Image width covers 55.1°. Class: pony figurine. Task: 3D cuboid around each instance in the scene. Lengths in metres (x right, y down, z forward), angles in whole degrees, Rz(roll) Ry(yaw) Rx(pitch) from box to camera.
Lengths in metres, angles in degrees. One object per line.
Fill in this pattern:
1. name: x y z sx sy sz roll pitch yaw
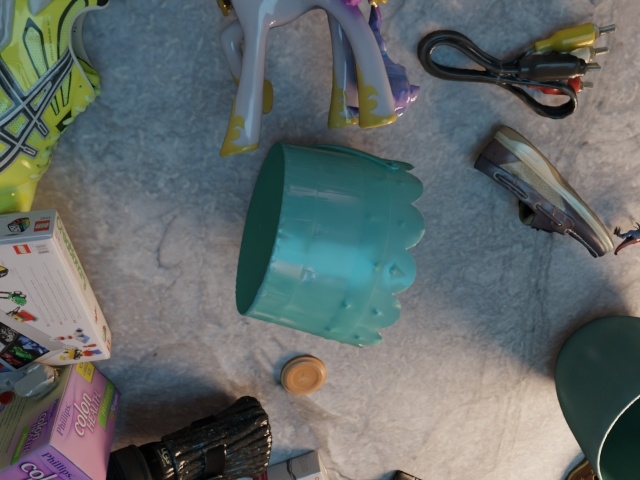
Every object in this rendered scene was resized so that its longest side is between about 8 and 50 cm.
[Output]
1. pony figurine: -0.009 -0.305 0.696 0.351 0.303 0.363 -8 105 21

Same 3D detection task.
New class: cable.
1. cable: 0.283 -0.254 0.909 0.287 0.072 0.139 2 133 1

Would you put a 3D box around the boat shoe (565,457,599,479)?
1. boat shoe: 0.586 0.516 1.320 0.064 0.060 0.178 20 110 -19

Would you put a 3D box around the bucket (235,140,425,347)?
1. bucket: 0.000 0.000 0.845 0.183 0.281 0.281 13 112 -17

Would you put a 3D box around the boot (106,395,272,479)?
1. boot: -0.239 0.415 1.075 0.260 0.131 0.348 -15 154 -36

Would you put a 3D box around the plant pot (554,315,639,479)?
1. plant pot: 0.564 0.273 1.101 0.293 0.235 0.293 -5 116 -10

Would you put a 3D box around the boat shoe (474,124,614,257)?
1. boat shoe: 0.356 -0.062 0.978 0.285 0.103 0.092 40 108 -21

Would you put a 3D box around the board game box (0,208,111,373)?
1. board game box: -0.425 0.085 0.854 0.193 0.053 0.305 -6 141 -8

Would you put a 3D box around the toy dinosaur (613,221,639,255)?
1. toy dinosaur: 0.553 -0.008 1.059 0.082 0.047 0.090 11 84 13

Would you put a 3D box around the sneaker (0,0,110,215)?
1. sneaker: -0.359 -0.167 0.761 0.147 0.145 0.384 12 114 -16

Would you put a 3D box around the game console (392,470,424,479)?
1. game console: 0.170 0.542 1.280 0.122 0.071 0.107 31 136 -22

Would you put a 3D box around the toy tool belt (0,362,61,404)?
1. toy tool belt: -0.437 0.219 0.929 0.083 0.051 0.052 -34 83 -8

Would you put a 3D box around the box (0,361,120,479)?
1. box: -0.452 0.327 0.941 0.243 0.213 0.117 -32 117 5

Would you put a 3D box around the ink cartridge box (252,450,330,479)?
1. ink cartridge box: -0.052 0.478 1.180 0.135 0.056 0.099 -20 117 -1

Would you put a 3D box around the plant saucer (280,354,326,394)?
1. plant saucer: -0.030 0.243 1.095 0.084 0.013 0.083 -4 116 -9
